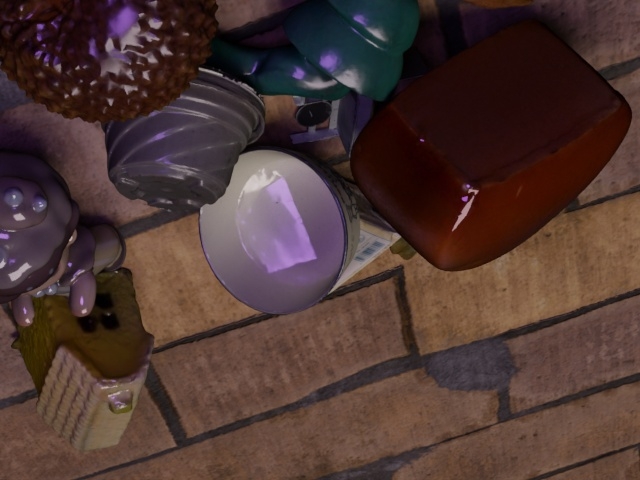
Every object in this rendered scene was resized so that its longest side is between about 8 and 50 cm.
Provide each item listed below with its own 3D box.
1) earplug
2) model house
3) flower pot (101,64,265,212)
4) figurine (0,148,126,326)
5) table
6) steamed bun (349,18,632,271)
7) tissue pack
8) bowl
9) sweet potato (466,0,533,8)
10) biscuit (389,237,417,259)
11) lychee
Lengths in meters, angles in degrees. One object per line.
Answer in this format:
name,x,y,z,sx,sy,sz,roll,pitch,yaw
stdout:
earplug,-0.012,-0.259,1.926,0.257,0.164,0.280,41,107,-11
model house,-0.347,0.187,2.290,0.174,0.234,0.193,0,140,-25
flower pot,-0.187,-0.123,1.944,0.235,0.141,0.235,7,163,2
figurine,-0.395,-0.001,2.056,0.248,0.203,0.380,-14,163,20
table,0.049,-0.184,2.106,0.175,0.062,0.146,-13,146,-13
steamed bun,0.219,-0.111,2.052,0.379,0.235,0.248,-32,160,-34
tissue pack,0.000,0.000,2.314,0.196,0.092,0.148,-40,141,27
bowl,-0.043,-0.023,2.171,0.237,0.238,0.126,-39,173,28
sweet potato,0.205,-0.324,1.996,0.179,0.044,0.044,9,138,-35
biscuit,0.219,-0.061,2.379,0.273,0.036,0.187,-22,146,6
lychee,-0.230,-0.255,1.719,0.267,0.267,0.267,-12,146,-9
